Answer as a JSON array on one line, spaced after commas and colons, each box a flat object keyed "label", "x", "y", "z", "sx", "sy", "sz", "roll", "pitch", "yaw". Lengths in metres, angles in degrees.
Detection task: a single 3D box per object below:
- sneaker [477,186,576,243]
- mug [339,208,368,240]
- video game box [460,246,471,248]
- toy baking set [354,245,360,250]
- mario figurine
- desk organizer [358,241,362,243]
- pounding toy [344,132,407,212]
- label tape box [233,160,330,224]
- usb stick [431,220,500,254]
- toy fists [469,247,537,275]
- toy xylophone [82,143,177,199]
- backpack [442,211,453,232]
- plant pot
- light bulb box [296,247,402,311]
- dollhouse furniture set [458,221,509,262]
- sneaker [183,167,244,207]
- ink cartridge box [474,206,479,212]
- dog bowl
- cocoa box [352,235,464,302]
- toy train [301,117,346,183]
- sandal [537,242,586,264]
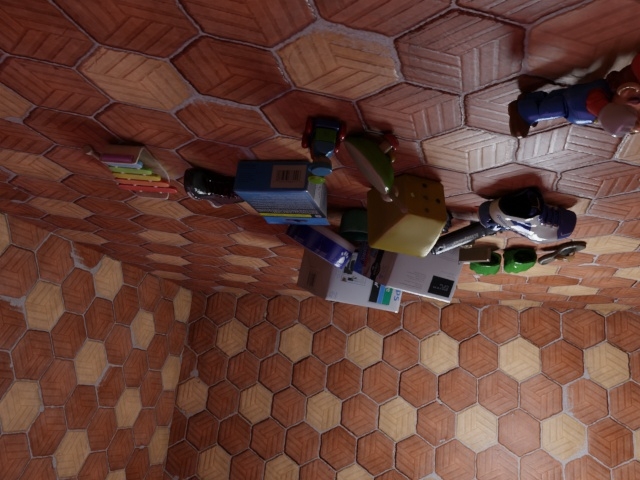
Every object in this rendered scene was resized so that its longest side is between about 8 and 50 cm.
[{"label": "sneaker", "x": 0.684, "y": -0.080, "z": 1.761, "sx": 0.316, "sy": 0.127, "sz": 0.182, "roll": 9, "pitch": 166, "yaw": -7}, {"label": "mug", "x": 0.153, "y": -0.061, "z": 2.076, "sx": 0.158, "sy": 0.097, "sz": 0.129, "roll": 8, "pitch": 164, "yaw": -9}, {"label": "video game box", "x": 0.560, "y": 0.058, "z": 2.442, "sx": 0.206, "sy": 0.048, "sz": 0.187, "roll": 2, "pitch": 166, "yaw": 14}, {"label": "toy baking set", "x": 0.252, "y": 0.050, "z": 2.397, "sx": 0.257, "sy": 0.030, "sz": 0.197, "roll": 15, "pitch": -176, "yaw": 7}, {"label": "mario figurine", "x": 0.552, "y": -0.251, "z": 1.100, "sx": 0.321, "sy": 0.197, "sz": 0.170, "roll": -3, "pitch": 150, "yaw": 42}, {"label": "desk organizer", "x": 0.229, "y": -0.001, "z": 2.347, "sx": 0.130, "sy": 0.050, "sz": 0.047, "roll": 14, "pitch": 162, "yaw": -27}, {"label": "pounding toy", "x": 0.177, "y": -0.209, "z": 1.498, "sx": 0.236, "sy": 0.110, "sz": 0.183, "roll": 51, "pitch": 179, "yaw": -19}, {"label": "label tape box", "x": -0.111, "y": -0.152, "z": 1.833, "sx": 0.241, "sy": 0.105, "sz": 0.333, "roll": 2, "pitch": 165, "yaw": 14}, {"label": "usb stick", "x": 0.525, "y": -0.020, "z": 1.988, "sx": 0.278, "sy": 0.045, "sz": 0.077, "roll": -21, "pitch": 142, "yaw": 7}, {"label": "toy fists", "x": 0.782, "y": 0.091, "z": 2.375, "sx": 0.280, "sy": 0.096, "sz": 0.142, "roll": -6, "pitch": 154, "yaw": 3}, {"label": "toy xylophone", "x": -0.617, "y": -0.227, "z": 1.794, "sx": 0.237, "sy": 0.081, "sz": 0.322, "roll": 3, "pitch": 164, "yaw": 13}, {"label": "backpack", "x": 0.411, "y": -0.069, "z": 1.978, "sx": 0.105, "sy": 0.084, "sz": 0.114, "roll": -5, "pitch": 159, "yaw": 28}, {"label": "plant pot", "x": 0.284, "y": -0.093, "z": 1.755, "sx": 0.213, "sy": 0.212, "sz": 0.187, "roll": 11, "pitch": 151, "yaw": -19}, {"label": "light bulb box", "x": 0.136, "y": 0.155, "z": 2.467, "sx": 0.362, "sy": 0.225, "sz": 0.358, "roll": 13, "pitch": 180, "yaw": -22}, {"label": "dollhouse furniture set", "x": 0.619, "y": 0.017, "z": 2.088, "sx": 0.144, "sy": 0.151, "sz": 0.123, "roll": -5, "pitch": 161, "yaw": 40}, {"label": "sneaker", "x": -0.330, "y": -0.183, "z": 1.846, "sx": 0.163, "sy": 0.106, "sz": 0.281, "roll": -4, "pitch": 173, "yaw": 14}, {"label": "ink cartridge box", "x": 0.596, "y": -0.096, "z": 1.914, "sx": 0.115, "sy": 0.029, "sz": 0.063, "roll": -1, "pitch": 163, "yaw": 22}, {"label": "dog bowl", "x": 0.000, "y": 0.000, "z": 2.123, "sx": 0.265, "sy": 0.104, "sz": 0.265, "roll": 32, "pitch": 180, "yaw": 0}, {"label": "cocoa box", "x": 0.346, "y": 0.076, "z": 2.146, "sx": 0.347, "sy": 0.231, "sz": 0.228, "roll": 16, "pitch": -176, "yaw": -32}, {"label": "toy train", "x": -0.005, "y": -0.216, "z": 1.495, "sx": 0.105, "sy": 0.143, "sz": 0.248, "roll": 8, "pitch": 164, "yaw": -6}, {"label": "sandal", "x": 0.986, "y": 0.066, "z": 2.254, "sx": 0.090, "sy": 0.060, "sz": 0.219, "roll": 11, "pitch": 151, "yaw": -33}]
